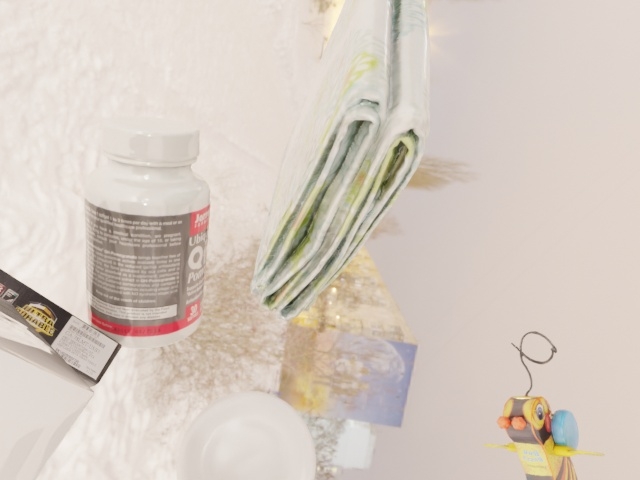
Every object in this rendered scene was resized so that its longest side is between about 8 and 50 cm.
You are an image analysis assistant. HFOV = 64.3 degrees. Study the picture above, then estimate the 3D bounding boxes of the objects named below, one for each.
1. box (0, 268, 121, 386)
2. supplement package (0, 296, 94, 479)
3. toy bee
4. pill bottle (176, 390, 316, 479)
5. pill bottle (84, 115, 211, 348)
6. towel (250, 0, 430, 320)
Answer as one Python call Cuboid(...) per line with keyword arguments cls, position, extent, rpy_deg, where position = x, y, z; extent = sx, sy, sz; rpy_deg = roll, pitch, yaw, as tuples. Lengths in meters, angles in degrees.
Cuboid(cls="box", position=(-0.477, 0.122, 0.720), extent=(0.296, 0.293, 0.073), rpy_deg=(-25, -149, 41))
Cuboid(cls="supplement package", position=(-0.315, 0.100, 0.339), extent=(0.293, 0.175, 0.177), rpy_deg=(8, -119, 50))
Cuboid(cls="toy bee", position=(0.363, 0.337, 0.894), extent=(0.195, 0.162, 0.298), rpy_deg=(-44, -117, 38))
Cuboid(cls="pill bottle", position=(-0.104, 0.352, 0.819), extent=(0.334, 0.188, 0.187), rpy_deg=(95, 3, -68))
Cuboid(cls="pill bottle", position=(-0.257, -0.016, 0.763), extent=(0.176, 0.177, 0.318), rpy_deg=(-84, -178, -69))
Cuboid(cls="towel", position=(0.026, -0.130, 0.599), extent=(0.320, 0.090, 0.374), rpy_deg=(122, -18, -46))
